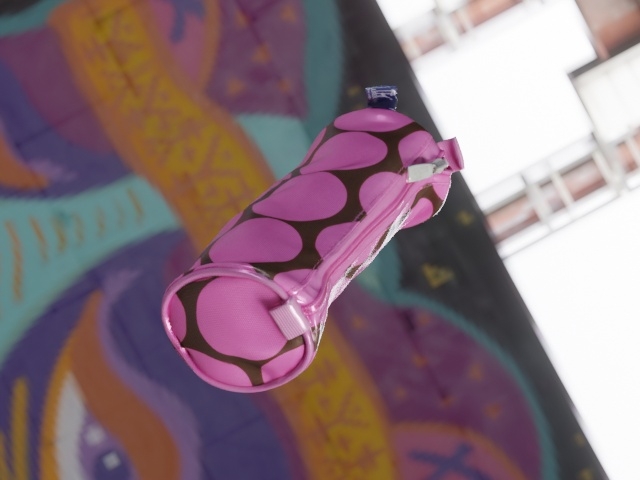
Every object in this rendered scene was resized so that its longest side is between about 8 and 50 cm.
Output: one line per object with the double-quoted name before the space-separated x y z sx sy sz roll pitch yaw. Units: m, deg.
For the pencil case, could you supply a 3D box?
"pencil case" 0.000 0.000 1.053 0.209 0.098 0.095 -50 131 -48
